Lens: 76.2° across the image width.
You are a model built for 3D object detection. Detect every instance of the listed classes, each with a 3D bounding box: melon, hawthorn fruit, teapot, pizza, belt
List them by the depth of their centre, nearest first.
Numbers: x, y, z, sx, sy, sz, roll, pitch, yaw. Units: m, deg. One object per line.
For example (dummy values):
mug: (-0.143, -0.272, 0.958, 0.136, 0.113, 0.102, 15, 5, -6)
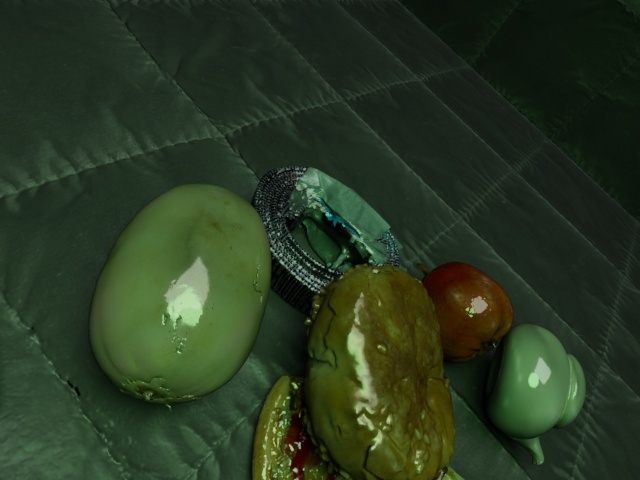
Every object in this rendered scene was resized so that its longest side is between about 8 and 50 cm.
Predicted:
melon: (-0.180, 0.065, 0.564, 0.222, 0.223, 0.317, 20, 49, -17)
pizza: (0.000, 0.303, 0.599, 0.198, 0.062, 0.188, 20, 50, -19)
belt: (0.000, 0.000, 0.793, 0.325, 0.122, 0.260, 46, 54, 10)
teapot: (0.419, 0.245, 0.801, 0.148, 0.220, 0.318, 18, 38, 18)
hawthorn fruit: (0.258, 0.126, 0.813, 0.196, 0.197, 0.226, -1, 42, -31)

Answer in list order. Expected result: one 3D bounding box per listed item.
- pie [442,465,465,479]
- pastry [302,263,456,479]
pie: (0.135, 0.430, 0.563, 0.200, 0.090, 0.248, 6, 53, -14)
pastry: (0.077, 0.192, 0.597, 0.254, 0.161, 0.311, 26, 51, -38)
